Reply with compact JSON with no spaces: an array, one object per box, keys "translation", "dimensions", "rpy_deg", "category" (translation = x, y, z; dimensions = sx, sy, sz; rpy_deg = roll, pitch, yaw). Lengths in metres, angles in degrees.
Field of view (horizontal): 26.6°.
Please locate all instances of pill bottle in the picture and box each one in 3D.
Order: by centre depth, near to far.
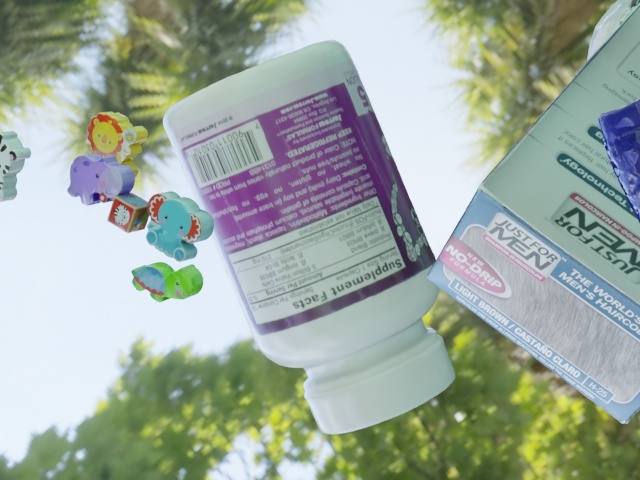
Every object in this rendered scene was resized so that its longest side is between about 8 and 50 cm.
[{"translation":[0.000,0.000,1.132],"dimensions":[0.169,0.169,0.302],"rpy_deg":[-28,-83,-50],"category":"pill bottle"}]

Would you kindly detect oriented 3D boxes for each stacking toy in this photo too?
[{"translation":[-0.136,-0.031,1.032],"dimensions":[0.221,0.052,0.167],"rpy_deg":[30,-158,21],"category":"stacking toy"}]

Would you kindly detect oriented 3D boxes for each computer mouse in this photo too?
[{"translation":[0.288,-0.202,1.235],"dimensions":[0.042,0.106,0.193],"rpy_deg":[54,-131,-42],"category":"computer mouse"}]

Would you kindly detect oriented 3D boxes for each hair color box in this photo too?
[{"translation":[0.241,-0.045,1.001],"dimensions":[0.174,0.105,0.347],"rpy_deg":[37,-133,9],"category":"hair color box"}]

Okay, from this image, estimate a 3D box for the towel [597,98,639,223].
[{"translation":[0.300,0.028,0.670],"dimensions":[0.308,0.227,0.076],"rpy_deg":[67,-164,1],"category":"towel"}]
